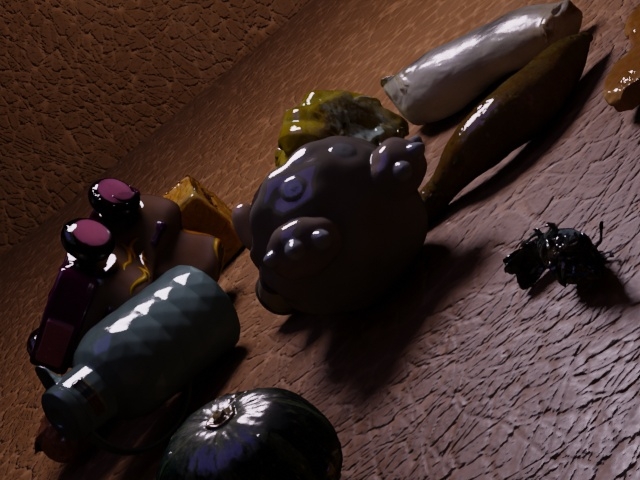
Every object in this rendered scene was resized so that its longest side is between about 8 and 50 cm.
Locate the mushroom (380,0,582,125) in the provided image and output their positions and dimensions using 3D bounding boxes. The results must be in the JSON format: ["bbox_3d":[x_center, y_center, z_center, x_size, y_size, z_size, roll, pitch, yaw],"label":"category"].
[{"bbox_3d":[0.225,-0.258,2.015,0.351,0.097,0.109,-26,21,40],"label":"mushroom"}]

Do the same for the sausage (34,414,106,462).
[{"bbox_3d":[-0.337,0.195,2.214,0.094,0.094,0.419,-59,5,37],"label":"sausage"}]

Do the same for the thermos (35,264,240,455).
[{"bbox_3d":[-0.239,0.173,1.890,0.286,0.182,0.145,-40,1,-37],"label":"thermos"}]

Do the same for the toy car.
[{"bbox_3d":[-0.288,0.077,2.118,0.341,0.240,0.271,-73,7,-51],"label":"toy car"}]

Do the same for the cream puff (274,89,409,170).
[{"bbox_3d":[0.010,-0.118,2.047,0.194,0.195,0.221,-30,16,40],"label":"cream puff"}]

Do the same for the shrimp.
[{"bbox_3d":[0.228,0.005,1.342,0.076,0.082,0.174,-51,10,-11],"label":"shrimp"}]

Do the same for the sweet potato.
[{"bbox_3d":[0.227,-0.139,1.743,0.346,0.079,0.108,-45,-13,0],"label":"sweet potato"}]

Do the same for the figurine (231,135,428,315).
[{"bbox_3d":[0.000,0.000,1.745,0.248,0.203,0.380,-36,-1,-21],"label":"figurine"}]

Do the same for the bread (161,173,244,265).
[{"bbox_3d":[-0.221,-0.015,2.386,0.143,0.149,0.158,-44,15,9],"label":"bread"}]

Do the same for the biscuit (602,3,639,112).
[{"bbox_3d":[0.463,-0.273,1.539,0.376,0.051,0.269,-42,18,7],"label":"biscuit"}]

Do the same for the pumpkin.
[{"bbox_3d":[-0.069,0.227,1.365,0.190,0.146,0.190,-38,15,12],"label":"pumpkin"}]
